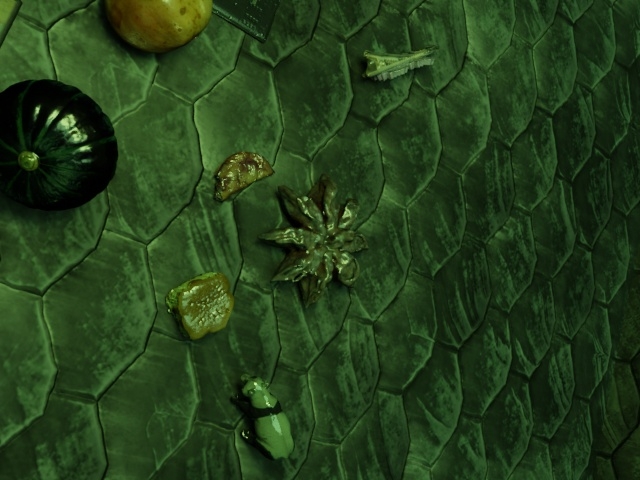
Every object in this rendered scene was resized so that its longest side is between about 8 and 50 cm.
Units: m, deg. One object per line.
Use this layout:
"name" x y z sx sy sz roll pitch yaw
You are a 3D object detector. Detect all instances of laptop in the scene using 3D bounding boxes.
"laptop" -0.182 -0.557 1.651 0.180 0.016 0.129 24 76 -31

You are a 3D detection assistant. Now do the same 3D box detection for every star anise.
"star anise" 0.000 -0.002 1.720 0.332 0.118 0.331 0 90 -40

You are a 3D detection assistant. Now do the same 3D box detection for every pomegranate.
"pomegranate" -0.325 -0.477 1.443 0.215 0.215 0.215 0 91 -35

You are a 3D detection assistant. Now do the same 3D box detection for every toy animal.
"toy animal" -0.130 0.404 1.630 0.094 0.121 0.225 -22 101 -32

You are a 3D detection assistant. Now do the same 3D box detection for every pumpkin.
"pumpkin" -0.494 -0.186 1.333 0.248 0.248 0.248 0 91 -35

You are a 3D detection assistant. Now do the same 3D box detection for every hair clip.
"hair clip" 0.208 -0.473 1.868 0.292 0.106 0.084 -21 115 -36

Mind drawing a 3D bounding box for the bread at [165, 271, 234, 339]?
"bread" -0.259 0.145 1.571 0.140 0.069 0.128 -28 107 -30

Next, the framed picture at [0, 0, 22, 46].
"framed picture" -0.717 -0.356 1.256 0.265 0.016 0.347 33 72 -41

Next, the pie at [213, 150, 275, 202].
"pie" -0.185 -0.155 1.640 0.170 0.034 0.092 -37 114 -28
